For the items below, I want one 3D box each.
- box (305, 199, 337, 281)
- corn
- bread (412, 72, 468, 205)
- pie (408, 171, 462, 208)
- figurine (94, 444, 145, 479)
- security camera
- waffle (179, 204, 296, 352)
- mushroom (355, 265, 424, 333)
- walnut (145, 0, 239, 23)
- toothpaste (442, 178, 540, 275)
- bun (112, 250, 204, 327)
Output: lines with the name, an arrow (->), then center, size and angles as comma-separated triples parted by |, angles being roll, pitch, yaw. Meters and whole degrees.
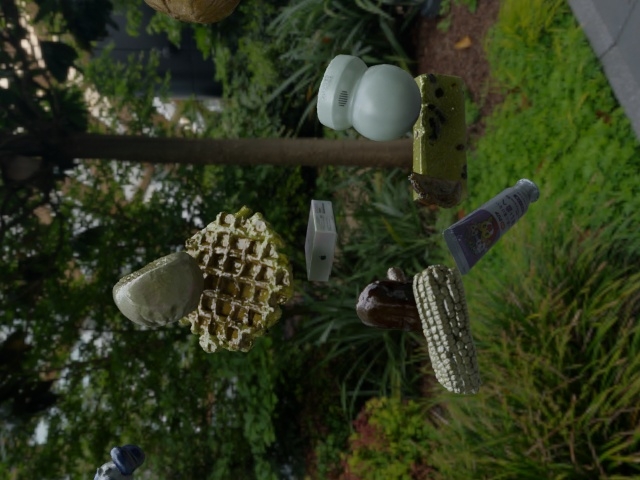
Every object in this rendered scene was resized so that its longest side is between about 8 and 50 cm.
box -> 0.000, 0.000, 1.408 | 0.130, 0.051, 0.129 | -96, 13, -56
corn -> 0.203, 0.143, 1.037 | 0.087, 0.087, 0.210 | 127, 133, -84
bread -> 0.321, -0.279, 1.726 | 0.077, 0.138, 0.361 | 137, 136, -73
pie -> 0.279, -0.117, 1.523 | 0.034, 0.170, 0.092 | -38, 51, 50
figurine -> -0.413, 0.517, 1.284 | 0.204, 0.284, 0.338 | -106, 22, -53
security camera -> 0.132, -0.346, 1.585 | 0.194, 0.236, 0.194 | 18, -90, -72
waffle -> -0.191, 0.091, 1.368 | 0.068, 0.325, 0.302 | 10, -134, -54
mushroom -> 0.213, 0.130, 1.630 | 0.217, 0.227, 0.148 | -71, -9, -61
walnut -> -0.166, -0.397, 0.872 | 0.197, 0.165, 0.165 | -64, 10, 12
toothpaste -> 0.394, -0.045, 1.465 | 0.073, 0.299, 0.114 | -2, 119, 56
bun -> -0.325, 0.107, 1.307 | 0.193, 0.178, 0.127 | -2, 116, 64
